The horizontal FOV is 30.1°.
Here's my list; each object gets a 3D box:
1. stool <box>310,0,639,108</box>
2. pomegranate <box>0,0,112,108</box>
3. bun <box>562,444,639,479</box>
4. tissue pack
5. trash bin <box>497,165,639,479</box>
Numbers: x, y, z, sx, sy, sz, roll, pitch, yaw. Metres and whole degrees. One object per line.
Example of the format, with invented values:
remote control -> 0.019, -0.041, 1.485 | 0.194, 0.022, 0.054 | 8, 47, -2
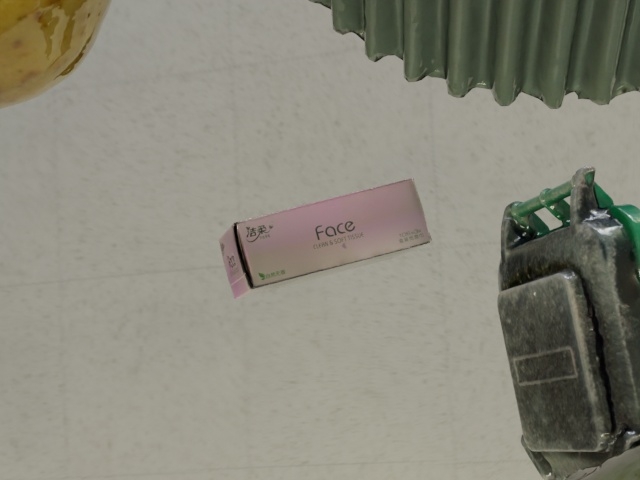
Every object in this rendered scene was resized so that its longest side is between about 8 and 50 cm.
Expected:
stool -> 0.101, -0.260, 0.472 | 0.297, 0.330, 0.297 | -2, 66, 6
pomegranate -> -0.306, -0.225, 0.858 | 0.342, 0.342, 0.343 | -2, 84, 16
bun -> 0.211, 0.157, 0.579 | 0.283, 0.283, 0.179 | -12, 78, 14
tissue pack -> 0.000, 0.000, 1.557 | 0.246, 0.148, 0.092 | -15, 85, -15
trash bin -> 0.382, 0.072, 1.165 | 0.381, 0.259, 0.295 | -8, 82, -17
